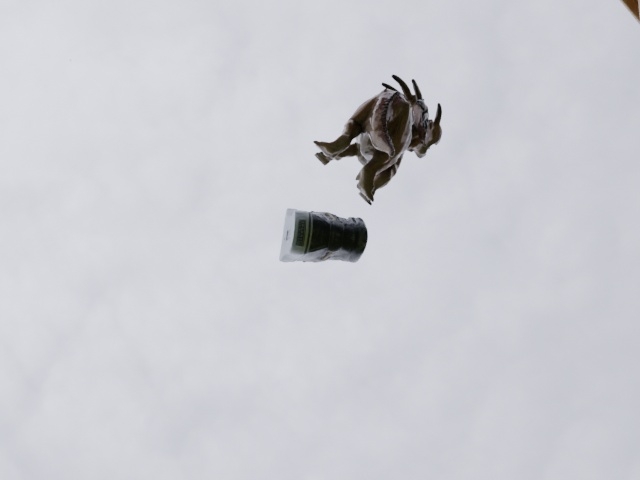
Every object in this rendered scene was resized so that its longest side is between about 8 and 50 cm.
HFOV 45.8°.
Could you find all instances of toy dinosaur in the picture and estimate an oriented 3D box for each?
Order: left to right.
[{"bbox_3d":[0.099,-0.166,1.106,0.127,0.295,0.200,44,-90,4],"label":"toy dinosaur"}]

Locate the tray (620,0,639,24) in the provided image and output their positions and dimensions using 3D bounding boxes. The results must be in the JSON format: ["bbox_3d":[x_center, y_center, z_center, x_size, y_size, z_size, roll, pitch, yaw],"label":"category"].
[{"bbox_3d":[0.530,-0.612,1.437,0.076,0.411,0.203,-30,-31,12],"label":"tray"}]

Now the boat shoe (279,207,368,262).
[{"bbox_3d":[0.000,0.000,0.872,0.083,0.183,0.065,8,-90,-8],"label":"boat shoe"}]
